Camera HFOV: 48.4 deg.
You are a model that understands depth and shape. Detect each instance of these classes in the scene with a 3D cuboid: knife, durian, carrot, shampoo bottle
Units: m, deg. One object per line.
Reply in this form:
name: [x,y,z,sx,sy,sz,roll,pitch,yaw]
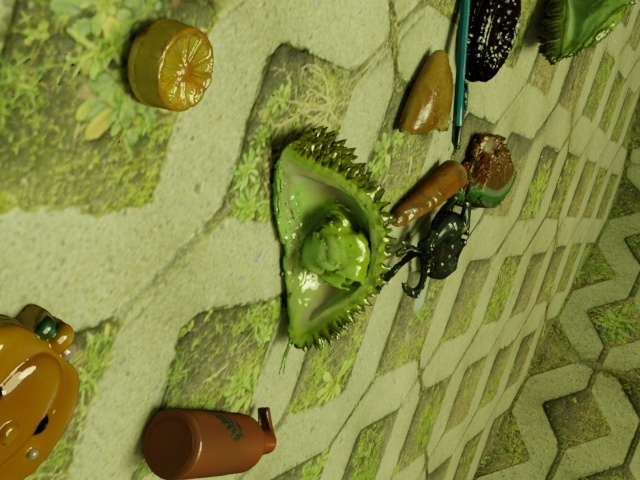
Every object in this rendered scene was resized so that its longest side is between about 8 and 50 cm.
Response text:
knife: [0.238,-0.292,1.193,0.044,0.026,0.296,-25,119,-69]
durian: [0.588,-0.494,1.553,0.394,0.198,0.163,-50,148,-29]
carrot: [0.188,-0.077,1.275,0.210,0.061,0.061,-38,139,-39]
shampoo bottle: [-0.124,0.256,0.910,0.244,0.086,0.085,28,83,-64]
durian: [0.008,0.003,0.986,0.170,0.157,0.355,-9,122,-18]

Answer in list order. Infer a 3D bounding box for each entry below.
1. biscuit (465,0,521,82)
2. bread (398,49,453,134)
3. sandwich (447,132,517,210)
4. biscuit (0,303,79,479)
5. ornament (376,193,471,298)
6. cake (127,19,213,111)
biscuit: [0.305,-0.377,1.279,0.194,0.053,0.194,-40,141,-43]
bread: [0.185,-0.241,1.160,0.154,0.054,0.135,-20,122,-59]
sandwich: [0.359,-0.143,1.502,0.235,0.079,0.159,-12,119,-57]
biscuit: [-0.265,0.137,0.609,0.170,0.050,0.170,-41,142,-43]
ornament: [0.190,0.045,1.327,0.236,0.080,0.202,-44,153,-40]
cake: [-0.136,-0.159,0.648,0.084,0.044,0.084,-41,142,-42]
